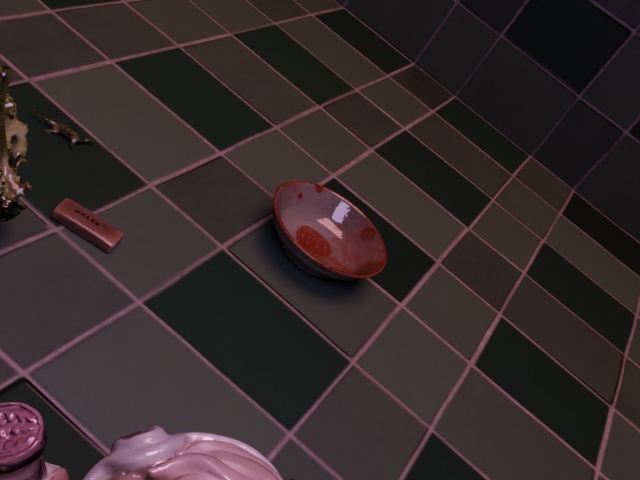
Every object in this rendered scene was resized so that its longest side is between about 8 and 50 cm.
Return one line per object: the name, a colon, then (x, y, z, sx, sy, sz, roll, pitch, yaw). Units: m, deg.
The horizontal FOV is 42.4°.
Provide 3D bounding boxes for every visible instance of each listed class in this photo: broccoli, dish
broccoli: (-0.503, -0.144, 1.195, 0.247, 0.243, 0.263, 35, 24, 25)
dish: (0.000, 0.000, 1.635, 0.260, 0.085, 0.260, 26, 33, -19)

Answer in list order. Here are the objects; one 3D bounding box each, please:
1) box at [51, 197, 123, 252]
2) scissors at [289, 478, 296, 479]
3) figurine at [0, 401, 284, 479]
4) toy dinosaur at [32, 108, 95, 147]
box: (-0.383, -0.026, 1.361, 0.115, 0.025, 0.048, 33, 30, -3)
scissors: (0.016, 0.425, 1.150, 0.088, 0.017, 0.220, -9, 52, -45)
figurine: (-0.187, 0.293, 0.829, 0.361, 0.253, 0.211, 6, 12, 12)
toy dinosaur: (-0.476, -0.206, 1.520, 0.120, 0.029, 0.060, 28, 16, -1)
